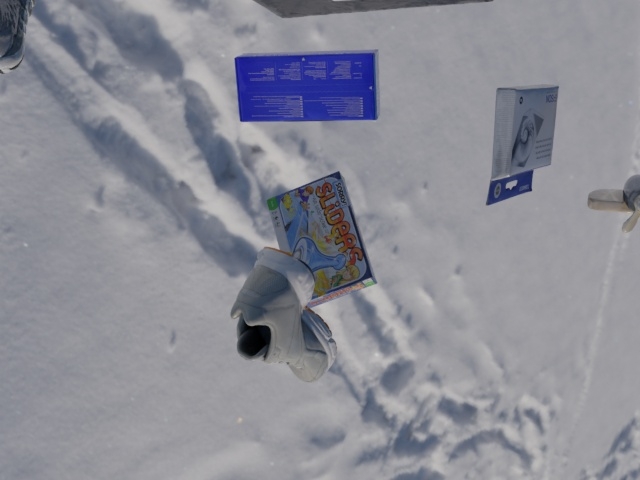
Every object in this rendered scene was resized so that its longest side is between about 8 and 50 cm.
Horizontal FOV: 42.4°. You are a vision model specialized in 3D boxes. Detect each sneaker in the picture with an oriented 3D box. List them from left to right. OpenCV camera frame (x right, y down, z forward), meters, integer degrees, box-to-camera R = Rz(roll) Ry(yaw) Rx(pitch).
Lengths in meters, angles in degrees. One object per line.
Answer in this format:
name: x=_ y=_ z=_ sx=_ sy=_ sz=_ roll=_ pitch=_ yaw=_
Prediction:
sneaker: x=-0.442 y=-0.342 z=1.093 sx=0.132 sy=0.086 sz=0.228 roll=69 pitch=8 yaw=-60
sneaker: x=-0.059 y=0.126 z=1.086 sx=0.121 sy=0.099 sz=0.262 roll=-52 pitch=145 yaw=-27

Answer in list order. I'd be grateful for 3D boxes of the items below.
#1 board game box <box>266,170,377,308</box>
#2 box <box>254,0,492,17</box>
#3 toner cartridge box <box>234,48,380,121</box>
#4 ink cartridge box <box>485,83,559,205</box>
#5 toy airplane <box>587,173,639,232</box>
board game box: x=0.000 y=0.000 z=1.353 sx=0.136 sy=0.201 sz=0.035 roll=-22 pitch=154 yaw=10
box: x=0.046 y=-0.435 z=0.958 sx=0.183 sy=0.297 sz=0.293 roll=7 pitch=86 yaw=-64
toner cartridge box: x=-0.030 y=-0.381 z=2.037 sx=0.075 sy=0.348 sz=0.165 roll=-61 pitch=150 yaw=-66
ink cartridge box: x=0.395 y=-0.187 z=1.599 sx=0.223 sy=0.045 sz=0.223 roll=-18 pitch=115 yaw=-52
toy airplane: x=0.768 y=-0.063 z=1.549 sx=0.386 sy=0.384 sz=0.272 roll=-27 pitch=136 yaw=-15
